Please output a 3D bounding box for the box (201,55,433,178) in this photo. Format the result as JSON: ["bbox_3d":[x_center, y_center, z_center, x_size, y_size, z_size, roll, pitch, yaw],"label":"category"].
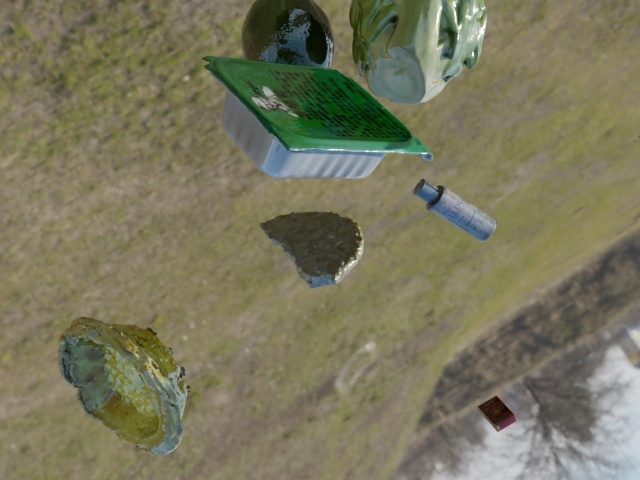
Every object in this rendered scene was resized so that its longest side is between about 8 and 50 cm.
[{"bbox_3d":[-0.020,-0.179,1.595,0.337,0.264,0.106,-4,130,-44],"label":"box"}]

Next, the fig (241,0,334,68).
[{"bbox_3d":[-0.069,-0.423,1.975,0.195,0.195,0.244,-26,129,-33],"label":"fig"}]

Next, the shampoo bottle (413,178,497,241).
[{"bbox_3d":[0.314,-0.073,2.337,0.072,0.214,0.072,-50,-159,27],"label":"shampoo bottle"}]

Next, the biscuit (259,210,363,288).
[{"bbox_3d":[0.001,0.001,1.728,0.141,0.038,0.290,-29,-150,-10],"label":"biscuit"}]

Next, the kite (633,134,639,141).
[{"bbox_3d":[0.596,-0.176,1.606,0.222,0.125,0.008,-32,133,-53],"label":"kite"}]

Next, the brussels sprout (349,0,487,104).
[{"bbox_3d":[0.196,-0.425,1.912,0.247,0.328,0.328,5,-164,38],"label":"brussels sprout"}]

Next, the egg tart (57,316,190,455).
[{"bbox_3d":[-0.242,0.176,1.273,0.090,0.212,0.212,-41,176,-37],"label":"egg tart"}]

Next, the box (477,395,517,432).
[{"bbox_3d":[0.390,0.382,2.192,0.051,0.023,0.082,-30,-149,-8],"label":"box"}]
